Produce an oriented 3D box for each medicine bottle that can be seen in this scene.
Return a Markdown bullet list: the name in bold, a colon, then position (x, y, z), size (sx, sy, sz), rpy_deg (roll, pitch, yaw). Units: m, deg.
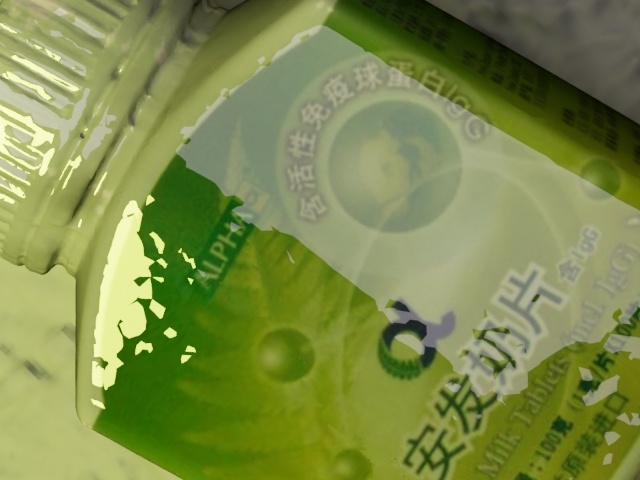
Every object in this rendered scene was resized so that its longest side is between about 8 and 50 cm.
- **medicine bottle**: position (0.000, 0.000, 0.440), size (0.188, 0.088, 0.132), rpy_deg (29, 106, -3)
